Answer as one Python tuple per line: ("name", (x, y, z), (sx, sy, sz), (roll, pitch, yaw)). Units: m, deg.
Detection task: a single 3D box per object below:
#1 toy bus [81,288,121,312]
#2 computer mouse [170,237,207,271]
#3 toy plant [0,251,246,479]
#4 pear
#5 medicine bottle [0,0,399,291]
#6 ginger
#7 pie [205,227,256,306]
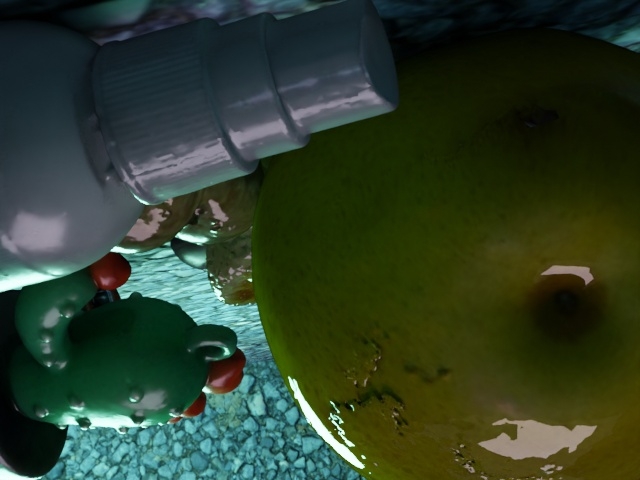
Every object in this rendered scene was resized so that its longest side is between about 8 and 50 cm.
("toy bus", (-0.316, 0.100, 1.312), (0.235, 0.073, 0.096), (-18, 178, 41))
("computer mouse", (-0.034, -0.001, 1.017), (0.120, 0.057, 0.232), (-18, 165, 27))
("toy plant", (-0.269, 0.125, 1.115), (0.400, 0.279, 0.185), (-6, -148, 14))
("pear", (0.096, 0.010, 0.664), (0.285, 0.285, 0.336), (-8, -159, -17))
("medicine bottle", (-0.141, -0.033, 0.495), (0.352, 0.110, 0.110), (-13, 171, 16))
("ginger", (-0.111, -0.032, 0.645), (0.104, 0.080, 0.204), (-1, -179, 34))
("pie", (0.000, 0.000, 0.882), (0.193, 0.079, 0.163), (-9, 156, -41))
